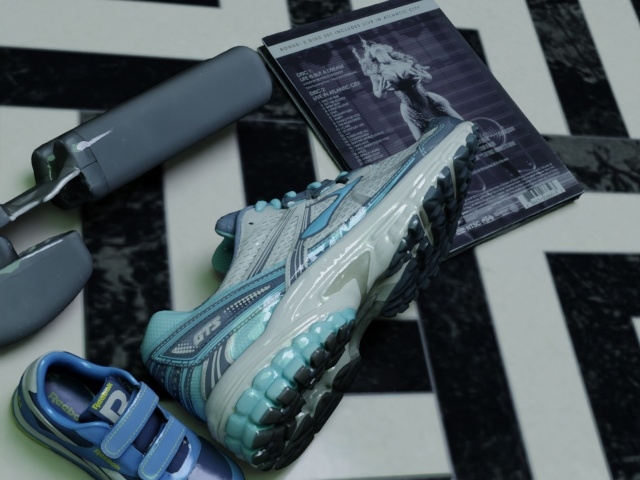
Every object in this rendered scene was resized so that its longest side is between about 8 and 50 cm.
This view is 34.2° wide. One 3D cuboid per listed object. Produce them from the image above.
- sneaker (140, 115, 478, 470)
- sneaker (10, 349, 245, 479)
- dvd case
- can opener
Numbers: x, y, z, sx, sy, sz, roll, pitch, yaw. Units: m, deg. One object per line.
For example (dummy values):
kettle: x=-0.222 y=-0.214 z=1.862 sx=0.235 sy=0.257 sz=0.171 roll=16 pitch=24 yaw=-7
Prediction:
sneaker: x=0.000 y=0.000 z=0.651 sx=0.122 sy=0.110 sz=0.283 roll=29 pitch=55 yaw=20
sneaker: x=-0.107 y=0.109 z=0.579 sx=0.144 sy=0.059 sz=0.053 roll=27 pitch=51 yaw=0
dvd case: x=0.076 y=-0.092 z=0.796 sx=0.164 sy=0.018 sz=0.221 roll=-23 pitch=67 yaw=-27
can opener: x=-0.138 y=-0.028 z=0.669 sx=0.283 sy=0.076 sz=0.095 roll=-35 pitch=105 yaw=-33
